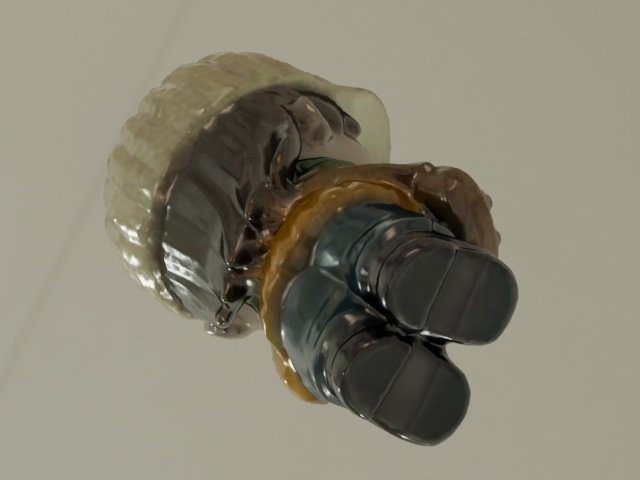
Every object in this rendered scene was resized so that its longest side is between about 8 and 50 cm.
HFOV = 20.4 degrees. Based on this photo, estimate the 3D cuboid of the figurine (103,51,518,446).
[{"bbox_3d":[-0.022,-0.009,1.075,0.204,0.185,0.332,25,-172,-16],"label":"figurine"}]
